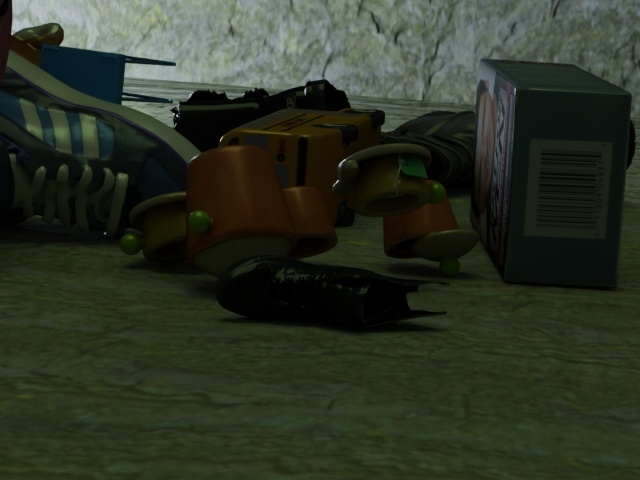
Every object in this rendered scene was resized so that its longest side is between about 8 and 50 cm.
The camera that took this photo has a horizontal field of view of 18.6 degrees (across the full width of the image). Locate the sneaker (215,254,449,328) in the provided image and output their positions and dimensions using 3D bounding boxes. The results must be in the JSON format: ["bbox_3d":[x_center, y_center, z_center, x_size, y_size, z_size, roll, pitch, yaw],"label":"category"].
[{"bbox_3d":[0.010,0.042,1.560,0.170,0.051,0.089,3,4,-30],"label":"sneaker"}]

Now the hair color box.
[{"bbox_3d":[0.224,-0.077,1.977,0.114,0.185,0.374,3,9,-1],"label":"hair color box"}]

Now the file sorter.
[{"bbox_3d":[-0.227,-0.116,2.086,0.118,0.170,0.104,11,8,39],"label":"file sorter"}]

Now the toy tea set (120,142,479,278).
[{"bbox_3d":[0.000,0.000,1.753,0.336,0.124,0.200,-3,-19,-21],"label":"toy tea set"}]

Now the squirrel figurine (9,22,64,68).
[{"bbox_3d":[-0.471,-0.222,2.334,0.370,0.281,0.397,14,12,12],"label":"squirrel figurine"}]

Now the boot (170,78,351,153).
[{"bbox_3d":[-0.070,-0.143,2.525,0.207,0.094,0.246,-7,-11,11],"label":"boot"}]

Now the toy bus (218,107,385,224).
[{"bbox_3d":[-0.013,-0.083,2.165,0.130,0.108,0.333,4,9,11],"label":"toy bus"}]

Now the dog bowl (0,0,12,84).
[{"bbox_3d":[-0.447,-0.180,1.769,0.408,0.408,0.150,12,-7,40],"label":"dog bowl"}]

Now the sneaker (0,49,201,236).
[{"bbox_3d":[-0.277,-0.044,1.864,0.323,0.130,0.236,30,44,6],"label":"sneaker"}]

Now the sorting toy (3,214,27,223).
[{"bbox_3d":[-0.460,-0.051,2.001,0.307,0.041,0.229,1,14,-16],"label":"sorting toy"}]

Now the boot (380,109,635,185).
[{"bbox_3d":[0.200,-0.101,2.425,0.338,0.118,0.223,-3,7,33],"label":"boot"}]
